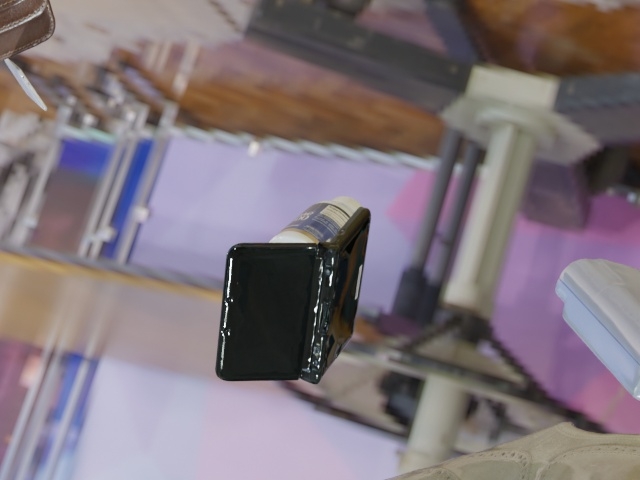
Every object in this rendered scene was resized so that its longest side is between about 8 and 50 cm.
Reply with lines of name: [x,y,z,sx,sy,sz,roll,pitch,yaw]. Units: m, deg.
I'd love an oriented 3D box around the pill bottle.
pill bottle: [0.000,0.000,1.891,0.067,0.120,0.067,13,120,25]

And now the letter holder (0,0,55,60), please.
letter holder: [-0.424,-0.234,1.863,0.302,0.214,0.152,-16,-157,-6]

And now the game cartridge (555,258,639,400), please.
game cartridge: [0.341,0.100,1.434,0.294,0.060,0.196,14,-158,-22]

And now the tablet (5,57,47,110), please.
tablet: [-0.310,-0.165,1.969,0.054,0.006,0.083,58,170,-23]

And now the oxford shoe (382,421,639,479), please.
oxford shoe: [0.138,0.195,1.304,0.348,0.130,0.123,-8,119,57]

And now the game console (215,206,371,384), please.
game console: [-0.019,0.038,1.376,0.071,0.107,0.122,19,125,16]
